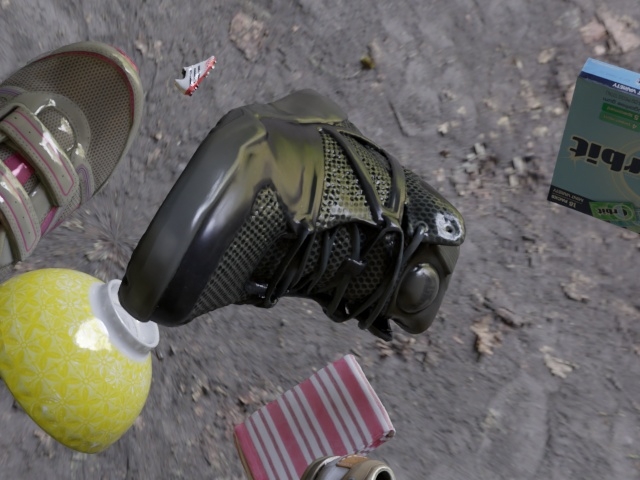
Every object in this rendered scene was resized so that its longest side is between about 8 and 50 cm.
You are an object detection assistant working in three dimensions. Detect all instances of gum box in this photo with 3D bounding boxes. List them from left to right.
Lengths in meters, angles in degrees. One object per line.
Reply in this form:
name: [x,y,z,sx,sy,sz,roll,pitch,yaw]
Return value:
gum box: [0.338,-0.091,1.166,0.157,0.184,0.041,22,50,18]

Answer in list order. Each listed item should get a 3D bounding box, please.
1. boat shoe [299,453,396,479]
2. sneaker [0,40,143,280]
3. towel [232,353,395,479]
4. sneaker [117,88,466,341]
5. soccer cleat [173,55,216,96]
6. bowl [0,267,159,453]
boat shoe: [-0.002,0.360,1.102,0.113,0.103,0.302,28,63,-26]
sneaker: [-0.207,-0.030,0.700,0.103,0.111,0.252,44,80,-17]
towel: [-0.012,0.246,1.383,0.197,0.144,0.029,-33,135,3]
sneaker: [0.000,0.000,0.506,0.130,0.227,0.087,35,111,7]
soccer cleat: [-0.182,-0.245,1.572,0.035,0.029,0.083,38,59,-9]
bowl: [-0.329,0.143,1.568,0.156,0.289,0.289,-34,96,12]
